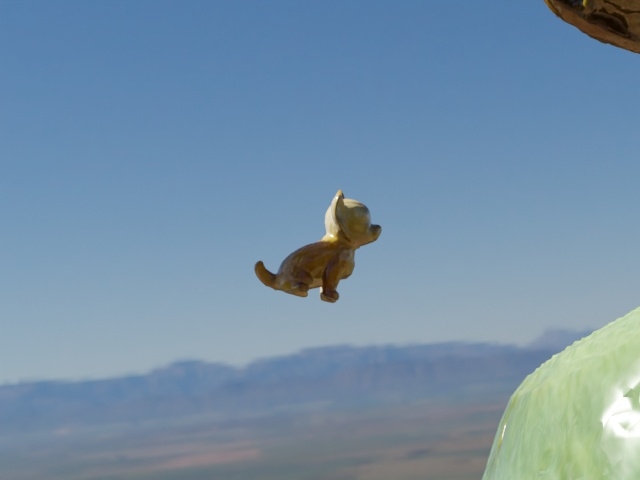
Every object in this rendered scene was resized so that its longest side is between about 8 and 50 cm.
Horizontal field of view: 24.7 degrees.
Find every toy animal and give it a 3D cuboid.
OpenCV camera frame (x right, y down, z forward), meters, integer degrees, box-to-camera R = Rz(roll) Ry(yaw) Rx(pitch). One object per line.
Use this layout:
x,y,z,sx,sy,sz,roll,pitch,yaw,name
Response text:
0.000,0.000,1.025,0.081,0.083,0.060,13,-7,1,toy animal

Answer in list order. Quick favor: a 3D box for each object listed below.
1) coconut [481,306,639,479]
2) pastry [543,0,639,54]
0.199,0.160,0.504,0.281,0.328,0.328,-25,2,-20,coconut
0.298,-0.284,1.272,0.240,0.235,0.132,10,-29,-10,pastry
